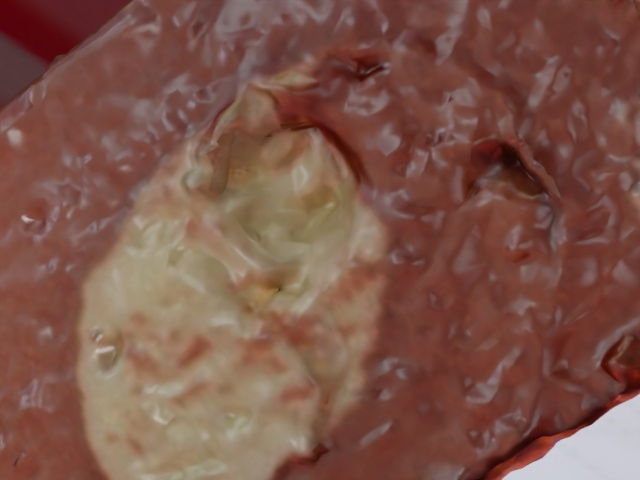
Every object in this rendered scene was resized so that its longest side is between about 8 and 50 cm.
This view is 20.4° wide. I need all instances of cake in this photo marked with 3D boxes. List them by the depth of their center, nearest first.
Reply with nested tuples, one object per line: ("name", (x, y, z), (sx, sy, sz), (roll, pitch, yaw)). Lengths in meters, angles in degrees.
("cake", (0.000, 0.000, 0.559), (0.177, 0.283, 0.151), (57, -166, 1))
